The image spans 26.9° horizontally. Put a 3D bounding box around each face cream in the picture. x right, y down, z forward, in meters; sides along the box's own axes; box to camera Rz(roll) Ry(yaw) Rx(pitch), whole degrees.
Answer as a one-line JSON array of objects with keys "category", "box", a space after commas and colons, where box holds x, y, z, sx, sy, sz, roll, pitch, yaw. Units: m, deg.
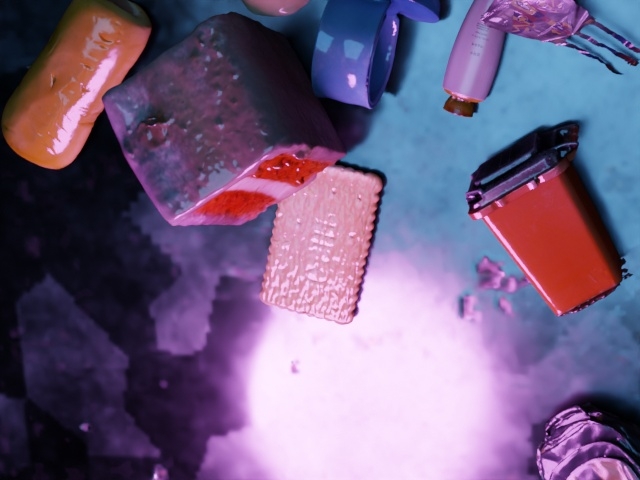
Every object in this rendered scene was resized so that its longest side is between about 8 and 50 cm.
[{"category": "face cream", "box": [0.227, -0.271, 1.956, 0.072, 0.051, 0.182, 18, 105, 9]}]

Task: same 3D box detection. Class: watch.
[{"category": "watch", "box": [0.052, -0.294, 1.924, 0.210, 0.211, 0.193, 14, 87, 11]}]

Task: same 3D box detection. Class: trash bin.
[{"category": "trash bin", "box": [0.343, -0.031, 1.932, 0.184, 0.161, 0.239, -32, 100, 19]}]

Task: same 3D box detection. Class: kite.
[{"category": "kite", "box": [0.348, -0.292, 1.859, 0.245, 0.015, 0.141, 21, 153, -22]}]

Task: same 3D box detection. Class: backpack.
[{"category": "backpack", "box": [0.437, 0.363, 2.007, 0.206, 0.133, 0.258, -43, 83, 27]}]

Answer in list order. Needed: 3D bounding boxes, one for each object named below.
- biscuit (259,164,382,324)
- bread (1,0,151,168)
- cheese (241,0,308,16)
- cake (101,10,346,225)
[{"category": "biscuit", "box": [0.000, 0.000, 2.086, 0.160, 0.030, 0.250, 14, 105, 11]}, {"category": "bread", "box": [-0.392, -0.256, 2.105, 0.142, 0.091, 0.305, 36, 109, -1]}, {"category": "cheese", "box": [-0.012, -0.519, 1.872, 0.383, 0.104, 0.384, -6, 59, 10]}, {"category": "cake", "box": [-0.130, -0.164, 1.931, 0.237, 0.309, 0.230, -30, 83, 17]}]
